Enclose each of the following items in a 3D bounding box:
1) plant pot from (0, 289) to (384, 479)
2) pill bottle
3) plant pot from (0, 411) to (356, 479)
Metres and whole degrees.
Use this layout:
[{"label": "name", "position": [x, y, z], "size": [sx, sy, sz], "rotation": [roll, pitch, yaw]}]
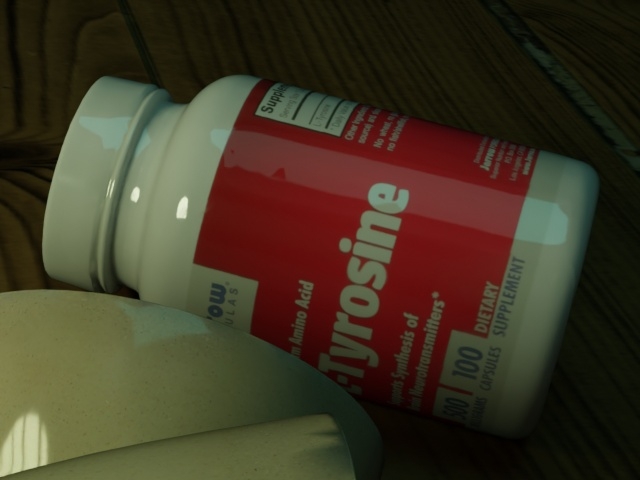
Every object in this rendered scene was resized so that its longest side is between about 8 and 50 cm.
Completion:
[{"label": "plant pot", "position": [-0.119, 0.182, 1.031], "size": [0.284, 0.284, 0.191], "rotation": [12, 61, 2]}, {"label": "pill bottle", "position": [0.000, 0.000, 1.420], "size": [0.407, 0.229, 0.229], "rotation": [15, 27, 7]}, {"label": "plant pot", "position": [-0.128, 0.209, 0.803], "size": [0.274, 0.257, 0.256], "rotation": [-1, 28, -7]}]
